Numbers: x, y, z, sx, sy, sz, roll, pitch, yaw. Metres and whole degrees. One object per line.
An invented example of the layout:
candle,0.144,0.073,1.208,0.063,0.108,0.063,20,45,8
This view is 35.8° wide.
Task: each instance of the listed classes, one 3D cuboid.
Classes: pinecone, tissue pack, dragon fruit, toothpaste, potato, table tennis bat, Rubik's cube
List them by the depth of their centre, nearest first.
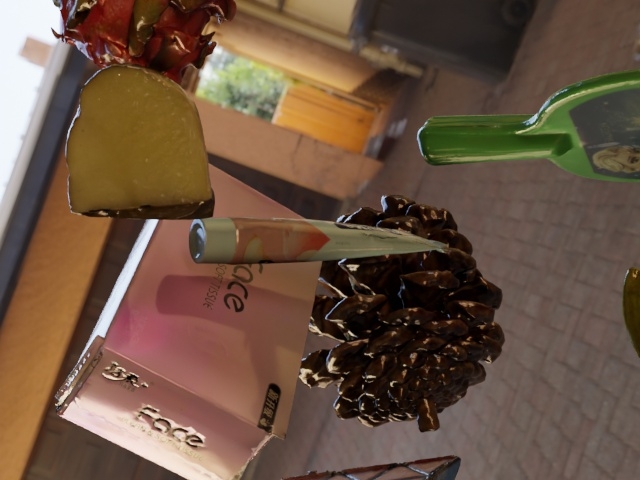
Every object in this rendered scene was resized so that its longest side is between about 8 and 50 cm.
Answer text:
potato,-0.116,-0.071,0.652,0.066,0.096,0.103,-107,20,-64
table tennis bat,0.198,-0.080,0.742,0.160,0.257,0.039,46,-133,-59
toothpaste,0.000,0.000,0.768,0.056,0.205,0.036,30,116,58
tissue pack,-0.093,0.056,0.785,0.092,0.148,0.246,-52,16,36
dragon fruit,-0.138,-0.200,0.839,0.208,0.150,0.133,-26,-1,36
Rubik's cube,0.090,0.341,1.095,0.211,0.190,0.178,-171,67,-71
pinecone,0.087,0.075,1.136,0.309,0.244,0.244,-96,23,-46

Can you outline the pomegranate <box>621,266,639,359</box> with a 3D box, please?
pomegranate,0.399,0.028,0.864,0.236,0.236,0.301,167,120,-83
